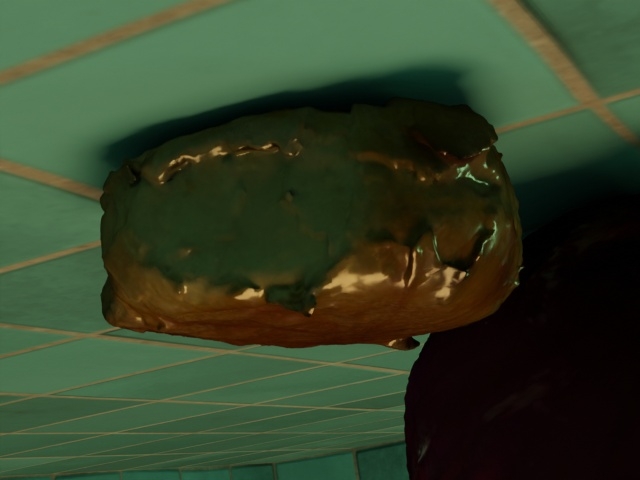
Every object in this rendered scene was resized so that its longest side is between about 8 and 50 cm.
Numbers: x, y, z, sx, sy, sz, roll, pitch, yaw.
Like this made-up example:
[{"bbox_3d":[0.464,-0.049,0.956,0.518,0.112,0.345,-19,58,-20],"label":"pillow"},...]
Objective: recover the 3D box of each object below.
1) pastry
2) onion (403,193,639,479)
[{"bbox_3d":[0.000,0.000,0.610,0.218,0.100,0.229,6,165,-37],"label":"pastry"},{"bbox_3d":[0.246,0.076,0.773,0.398,0.398,0.420,-6,123,4],"label":"onion"}]
